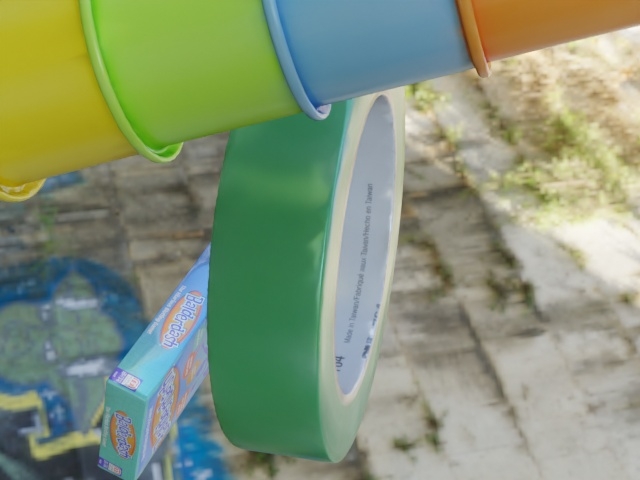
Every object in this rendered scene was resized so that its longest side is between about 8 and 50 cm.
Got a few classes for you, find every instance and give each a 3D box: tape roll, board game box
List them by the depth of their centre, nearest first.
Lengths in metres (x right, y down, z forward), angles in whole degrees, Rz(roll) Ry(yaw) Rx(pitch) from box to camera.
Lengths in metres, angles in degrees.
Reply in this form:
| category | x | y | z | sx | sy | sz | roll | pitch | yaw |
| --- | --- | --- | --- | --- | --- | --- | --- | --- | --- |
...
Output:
| category | x | y | z | sx | sy | sz | roll | pitch | yaw |
| --- | --- | --- | --- | --- | --- | --- | --- | --- | --- |
| tape roll | 0.000 | 0.000 | 0.843 | 0.321 | 0.077 | 0.321 | 7 | 90 | -79 |
| board game box | -0.153 | 0.125 | 1.176 | 0.210 | 0.047 | 0.160 | -57 | 169 | -41 |

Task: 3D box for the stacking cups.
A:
| category | x | y | z | sx | sy | sz | roll | pitch | yaw |
| --- | --- | --- | --- | --- | --- | --- | --- | --- | --- |
| stacking cups | 0.017 | -0.095 | 0.399 | 0.096 | 0.316 | 0.096 | -13 | 90 | -76 |
